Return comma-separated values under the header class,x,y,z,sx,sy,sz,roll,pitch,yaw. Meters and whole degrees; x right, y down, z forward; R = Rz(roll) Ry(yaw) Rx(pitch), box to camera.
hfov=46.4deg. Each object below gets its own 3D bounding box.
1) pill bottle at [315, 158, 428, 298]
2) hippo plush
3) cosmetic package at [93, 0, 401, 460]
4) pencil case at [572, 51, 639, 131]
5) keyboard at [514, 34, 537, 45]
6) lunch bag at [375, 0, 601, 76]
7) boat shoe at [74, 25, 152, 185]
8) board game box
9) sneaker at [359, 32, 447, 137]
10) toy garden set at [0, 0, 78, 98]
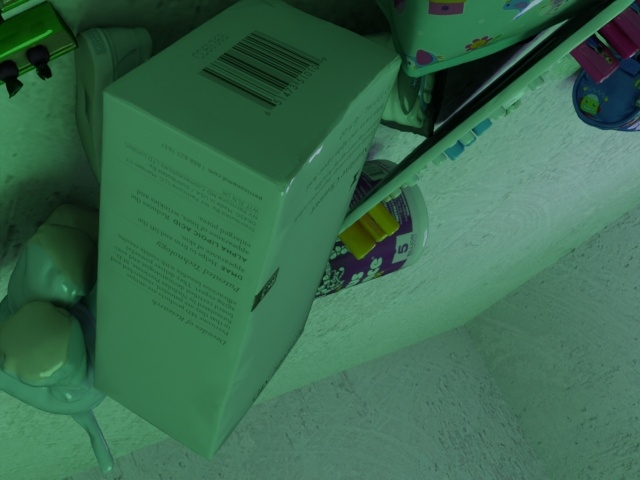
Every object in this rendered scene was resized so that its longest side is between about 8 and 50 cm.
class,x,y,z,sx,sy,sz,roll,pitch,yaw
pill bottle,-0.014,-0.005,1.017,0.301,0.169,0.169,-16,159,-31
hippo plush,-0.346,0.083,0.814,0.236,0.235,0.294,4,144,1
cosmetic package,-0.083,0.002,0.689,0.217,0.156,0.385,-52,165,-42
pencil case,0.537,-0.246,1.228,0.306,0.119,0.133,-9,144,-44
keyboard,0.218,-0.251,0.883,0.192,0.038,0.100,-16,159,-35
lunch bag,0.175,-0.270,0.569,0.262,0.160,0.223,-18,160,-9
boat shoe,-0.177,-0.116,0.654,0.063,0.066,0.184,-18,150,-25
board game box,0.222,-0.164,0.839,0.390,0.050,0.390,-39,-177,39
sneaker,0.066,-0.173,0.788,0.129,0.111,0.297,10,-175,13
toy garden set,-0.284,-0.133,0.456,0.203,0.049,0.244,-27,163,-2
